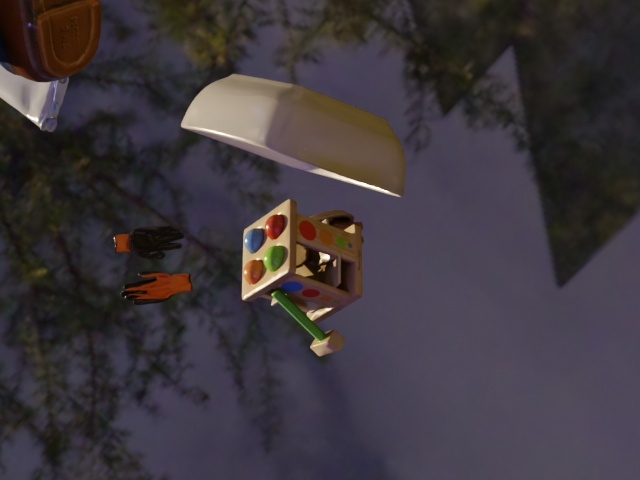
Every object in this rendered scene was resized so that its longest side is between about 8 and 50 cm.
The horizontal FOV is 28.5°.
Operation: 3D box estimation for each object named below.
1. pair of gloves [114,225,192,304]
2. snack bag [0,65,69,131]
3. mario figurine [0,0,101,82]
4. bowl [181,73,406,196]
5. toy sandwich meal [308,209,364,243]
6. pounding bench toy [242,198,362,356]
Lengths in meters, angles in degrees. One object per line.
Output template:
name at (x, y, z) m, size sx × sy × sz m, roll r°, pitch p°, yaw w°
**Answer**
pair of gloves at (-0.173, 0.025, 1.300) m, size 0.074 × 0.010 × 0.083 m, roll -9°, pitch -108°, yaw -6°
snack bag at (-0.350, -0.334, 1.444) m, size 0.342 × 0.323 × 0.037 m, roll 32°, pitch -164°, yaw 33°
mario figurine at (-0.257, -0.148, 0.554) m, size 0.320 × 0.170 × 0.198 m, roll 20°, pitch -167°, yaw 31°
bowl at (-0.016, -0.081, 0.924) m, size 0.142 × 0.053 × 0.142 m, roll 16°, pitch -178°, yaw -38°
toy sandwich meal at (0.000, 0.000, 1.172) m, size 0.085 × 0.085 × 0.029 m, roll -1°, pitch -116°, yaw -53°
pounding bench toy at (-0.014, 0.027, 0.797) m, size 0.065 × 0.052 × 0.083 m, roll 20°, pitch -126°, yaw -32°
